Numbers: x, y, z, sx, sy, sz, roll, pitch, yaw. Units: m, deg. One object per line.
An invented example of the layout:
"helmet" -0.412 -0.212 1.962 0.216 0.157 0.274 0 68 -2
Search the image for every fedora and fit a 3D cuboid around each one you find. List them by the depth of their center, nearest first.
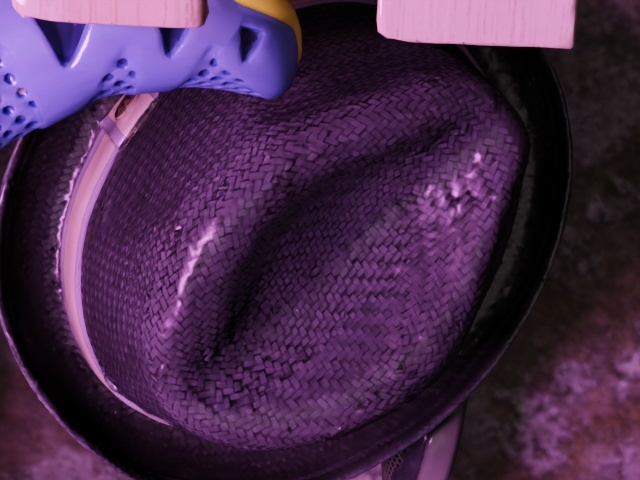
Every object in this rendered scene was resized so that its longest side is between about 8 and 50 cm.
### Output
"fedora" 0.000 0.000 0.963 0.334 0.152 0.334 -4 104 -14

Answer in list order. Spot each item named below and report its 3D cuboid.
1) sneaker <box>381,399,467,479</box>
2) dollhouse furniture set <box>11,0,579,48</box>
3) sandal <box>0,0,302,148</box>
"sneaker" 0.027 0.060 1.118 0.130 0.087 0.227 2 107 0
"dollhouse furniture set" 0.100 -0.247 0.747 0.394 0.362 0.256 5 112 7
"sandal" -0.166 -0.085 0.846 0.317 0.126 0.138 5 90 -10
